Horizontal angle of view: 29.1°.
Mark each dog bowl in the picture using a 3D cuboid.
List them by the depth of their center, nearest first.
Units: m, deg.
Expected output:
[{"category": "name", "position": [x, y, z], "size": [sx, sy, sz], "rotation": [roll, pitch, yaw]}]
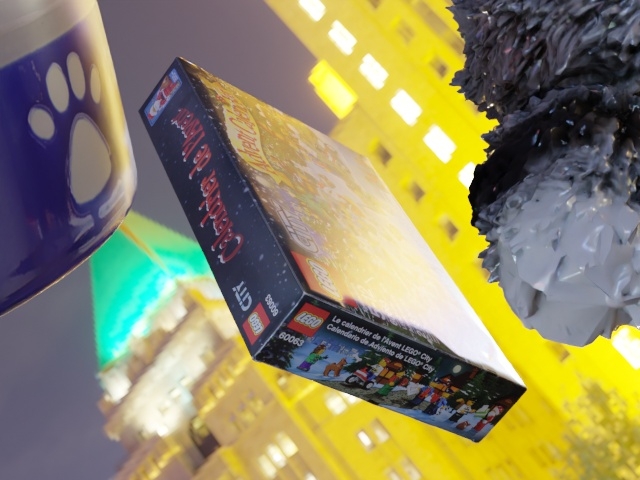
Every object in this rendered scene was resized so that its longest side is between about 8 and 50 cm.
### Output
[{"category": "dog bowl", "position": [-0.206, -0.036, 0.456], "size": [0.265, 0.265, 0.104], "rotation": [-25, -64, -27]}]

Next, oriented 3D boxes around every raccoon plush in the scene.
[{"category": "raccoon plush", "position": [0.194, -0.183, 0.643], "size": [0.216, 0.446, 0.299], "rotation": [4, -59, -1]}]

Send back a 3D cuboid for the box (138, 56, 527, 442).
[{"category": "box", "position": [0.000, 0.000, 0.686], "size": [0.159, 0.233, 0.044], "rotation": [25, -68, -36]}]
